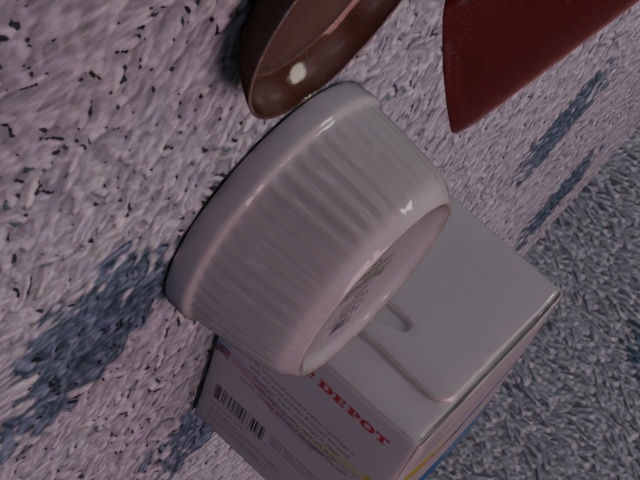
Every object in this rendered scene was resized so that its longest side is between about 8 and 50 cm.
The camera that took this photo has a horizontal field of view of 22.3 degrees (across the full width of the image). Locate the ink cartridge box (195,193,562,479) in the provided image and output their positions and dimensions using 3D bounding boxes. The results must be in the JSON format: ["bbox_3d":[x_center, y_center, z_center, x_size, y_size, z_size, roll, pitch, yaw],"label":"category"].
[{"bbox_3d":[0.041,0.099,1.390,0.197,0.198,0.270,-42,167,-28],"label":"ink cartridge box"}]

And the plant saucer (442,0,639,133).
[{"bbox_3d":[0.155,-0.176,0.781,0.258,0.048,0.259,-37,-169,17],"label":"plant saucer"}]

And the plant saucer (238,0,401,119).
[{"bbox_3d":[0.008,-0.142,0.921,0.168,0.029,0.168,-47,169,-12],"label":"plant saucer"}]

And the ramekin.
[{"bbox_3d":[0.000,0.000,1.146,0.207,0.109,0.207,-47,168,-13],"label":"ramekin"}]
